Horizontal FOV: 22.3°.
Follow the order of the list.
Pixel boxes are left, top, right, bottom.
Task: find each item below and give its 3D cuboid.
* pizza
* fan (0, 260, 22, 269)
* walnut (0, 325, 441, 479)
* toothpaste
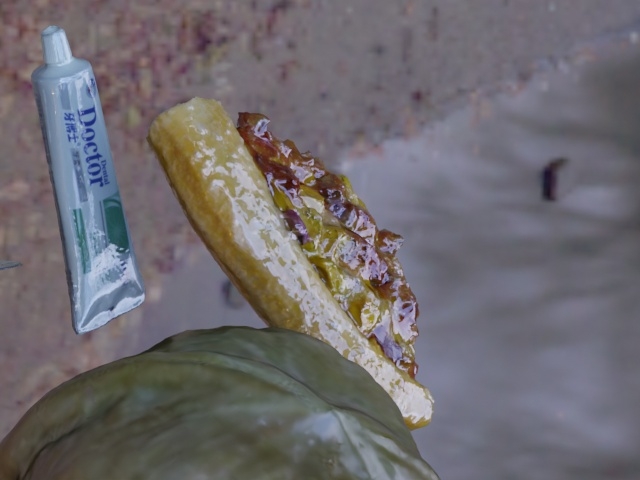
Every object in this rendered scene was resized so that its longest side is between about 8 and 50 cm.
[{"bbox_3d":[0.000,0.000,1.150,0.289,0.081,0.229,51,16,-11],"label":"pizza"},{"bbox_3d":[-0.259,0.019,1.177,0.060,0.080,0.003,-60,149,-83],"label":"fan"},{"bbox_3d":[-0.055,0.178,0.815,0.227,0.282,0.283,-69,147,-57],"label":"walnut"},{"bbox_3d":[-0.160,-0.040,1.097,0.064,0.041,0.218,-29,123,-36],"label":"toothpaste"}]
